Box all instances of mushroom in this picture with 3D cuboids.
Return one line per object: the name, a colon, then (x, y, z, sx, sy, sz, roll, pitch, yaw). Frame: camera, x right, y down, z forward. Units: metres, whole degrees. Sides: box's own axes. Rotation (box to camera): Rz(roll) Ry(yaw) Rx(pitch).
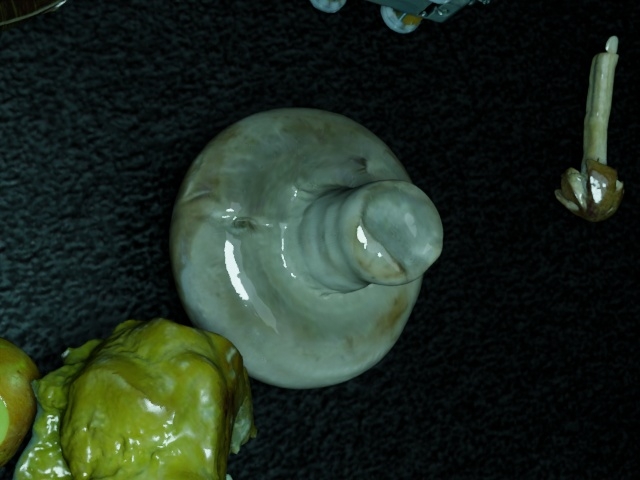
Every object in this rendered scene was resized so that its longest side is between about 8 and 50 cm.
mushroom: (0.000, 0.000, 1.365, 0.243, 0.243, 0.244, 3, 83, -24)
mushroom: (0.267, -0.109, 1.591, 0.061, 0.060, 0.187, 9, 75, -16)

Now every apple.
apple: (-0.277, 0.129, 1.296, 0.102, 0.099, 0.114, 34, 97, -8)

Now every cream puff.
cream puff: (-0.148, 0.194, 1.278, 0.185, 0.282, 0.282, -2, 84, 4)

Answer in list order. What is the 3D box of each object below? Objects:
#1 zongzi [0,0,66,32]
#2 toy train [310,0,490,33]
zongzi: (-0.247, -0.224, 1.300, 0.187, 0.184, 0.084, -26, 91, -24)
toy train: (0.062, -0.271, 1.501, 0.219, 0.089, 0.127, 13, 69, -22)
